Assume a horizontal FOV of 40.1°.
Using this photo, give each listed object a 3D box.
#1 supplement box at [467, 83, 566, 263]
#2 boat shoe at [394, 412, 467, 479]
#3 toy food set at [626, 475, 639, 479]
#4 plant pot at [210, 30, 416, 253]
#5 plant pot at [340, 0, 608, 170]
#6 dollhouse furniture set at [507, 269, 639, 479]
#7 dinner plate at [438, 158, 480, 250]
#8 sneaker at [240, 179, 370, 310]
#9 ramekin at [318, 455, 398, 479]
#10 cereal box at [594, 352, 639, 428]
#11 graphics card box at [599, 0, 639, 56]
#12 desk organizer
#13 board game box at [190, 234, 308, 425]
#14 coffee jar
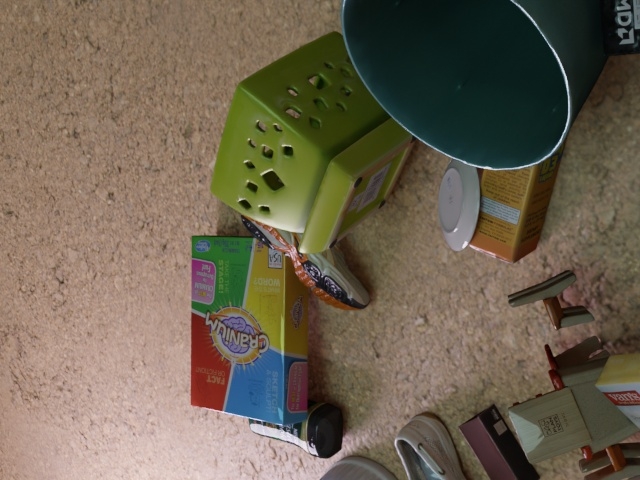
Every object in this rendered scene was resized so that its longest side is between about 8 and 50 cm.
[{"bbox_3d":[0.268,-0.092,1.172,0.080,0.078,0.234,24,120,33],"label":"supplement box"},{"bbox_3d":[0.195,0.421,1.406,0.098,0.096,0.277,-34,83,42],"label":"boat shoe"},{"bbox_3d":[0.467,0.379,1.033,0.092,0.306,0.219,38,134,-14],"label":"toy food set"},{"bbox_3d":[0.001,-0.131,1.278,0.207,0.227,0.228,40,140,16],"label":"plant pot"},{"bbox_3d":[0.207,-0.266,1.003,0.293,0.235,0.293,32,155,17],"label":"plant pot"},{"bbox_3d":[0.308,0.189,1.105,0.135,0.259,0.262,-23,88,11],"label":"dollhouse furniture set"},{"bbox_3d":[0.190,-0.056,1.237,0.141,0.017,0.141,-177,90,-76],"label":"dinner plate"},{"bbox_3d":[0.000,0.000,1.430,0.262,0.121,0.099,46,154,-10],"label":"sneaker"},{"bbox_3d":[0.059,0.498,1.544,0.207,0.109,0.207,15,115,36],"label":"ramekin"},{"bbox_3d":[0.426,0.202,0.903,0.240,0.047,0.173,43,154,-12],"label":"cereal box"},{"bbox_3d":[0.481,-0.250,0.824,0.370,0.232,0.094,3,112,41],"label":"graphics card box"},{"bbox_3d":[0.271,0.323,1.340,0.050,0.047,0.130,-40,78,44],"label":"desk organizer"},{"bbox_3d":[-0.129,0.150,1.560,0.242,0.064,0.317,1,91,41],"label":"board game box"},{"bbox_3d":[-0.043,0.327,1.591,0.184,0.079,0.096,11,111,38],"label":"coffee jar"}]
